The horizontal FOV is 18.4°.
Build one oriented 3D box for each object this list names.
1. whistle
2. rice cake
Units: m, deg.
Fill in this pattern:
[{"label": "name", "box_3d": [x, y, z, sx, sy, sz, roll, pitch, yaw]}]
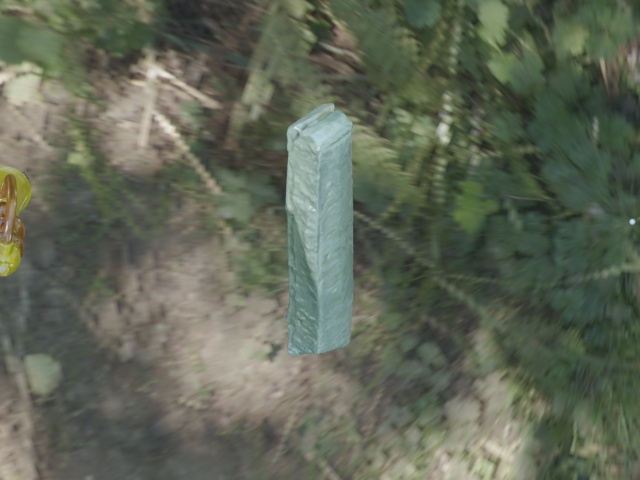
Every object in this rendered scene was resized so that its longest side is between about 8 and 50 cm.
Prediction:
[{"label": "whistle", "box_3d": [-0.221, -0.017, 1.401, 0.046, 0.109, 0.057, 36, 104, -27]}, {"label": "rice cake", "box_3d": [-0.001, 0.001, 1.054, 0.029, 0.170, 0.033, 34, 52, 30]}]
